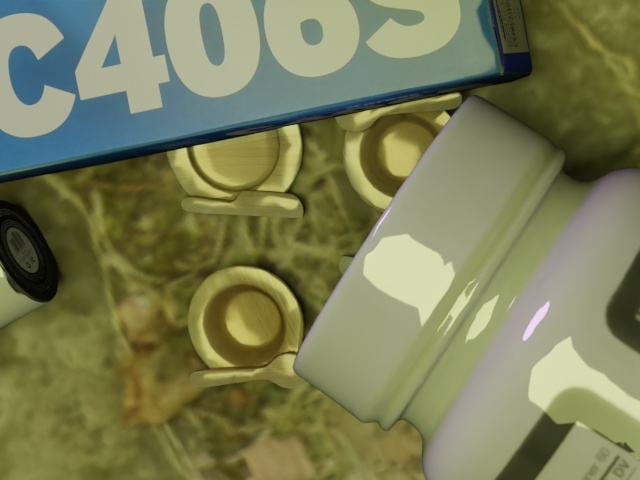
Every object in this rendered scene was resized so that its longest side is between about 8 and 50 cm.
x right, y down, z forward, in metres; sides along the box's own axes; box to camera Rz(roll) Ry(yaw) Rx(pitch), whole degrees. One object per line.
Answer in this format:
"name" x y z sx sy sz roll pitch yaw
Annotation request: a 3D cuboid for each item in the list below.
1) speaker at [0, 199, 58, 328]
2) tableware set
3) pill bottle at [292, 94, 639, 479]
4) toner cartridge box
"speaker" -0.193 0.035 0.913 0.136 0.055 0.055 -29 93 18
"tableware set" 0.000 0.000 0.877 0.141 0.020 0.169 -2 101 14
"pill bottle" 0.143 0.072 0.779 0.283 0.161 0.161 33 107 4
"toner cartridge box" -0.097 -0.116 0.839 0.347 0.075 0.165 -11 90 16
